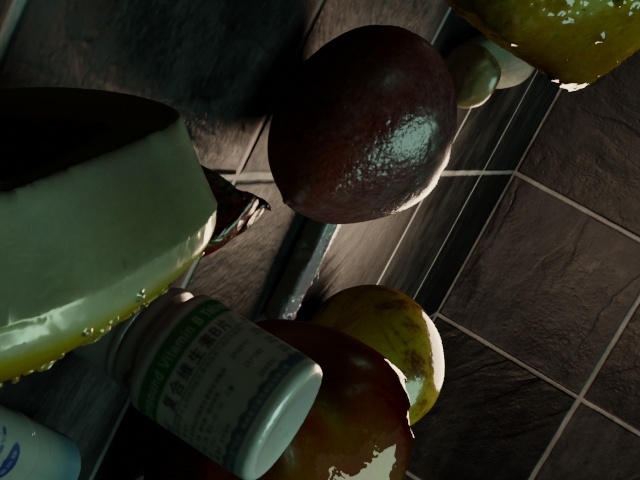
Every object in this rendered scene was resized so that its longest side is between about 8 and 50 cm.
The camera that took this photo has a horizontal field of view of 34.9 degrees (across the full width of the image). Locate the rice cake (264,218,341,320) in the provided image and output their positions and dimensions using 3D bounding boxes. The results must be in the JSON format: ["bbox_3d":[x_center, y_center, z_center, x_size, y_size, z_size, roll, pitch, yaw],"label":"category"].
[{"bbox_3d":[-0.002,0.002,1.544,0.290,0.051,0.081,-64,163,17],"label":"rice cake"}]

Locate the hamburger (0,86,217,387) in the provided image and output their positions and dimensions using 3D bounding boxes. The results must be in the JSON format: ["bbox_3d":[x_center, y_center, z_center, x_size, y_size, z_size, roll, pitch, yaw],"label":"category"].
[{"bbox_3d":[-0.196,-0.001,0.632,0.295,0.227,0.151,-29,124,-55],"label":"hamburger"}]

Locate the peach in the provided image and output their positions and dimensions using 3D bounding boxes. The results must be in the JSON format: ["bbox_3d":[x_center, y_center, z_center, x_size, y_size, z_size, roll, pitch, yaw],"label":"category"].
[{"bbox_3d":[-0.077,0.288,1.364,0.406,0.310,0.335,-56,-154,29],"label":"peach"}]

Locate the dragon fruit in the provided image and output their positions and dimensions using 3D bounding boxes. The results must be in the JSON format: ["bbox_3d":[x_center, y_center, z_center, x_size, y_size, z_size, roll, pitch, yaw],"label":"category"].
[{"bbox_3d":[-0.131,-0.018,0.990,0.127,0.120,0.161,-53,169,-1],"label":"dragon fruit"}]

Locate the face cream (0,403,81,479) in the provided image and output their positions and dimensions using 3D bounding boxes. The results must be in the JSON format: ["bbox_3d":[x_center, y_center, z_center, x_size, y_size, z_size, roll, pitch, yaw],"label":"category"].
[{"bbox_3d":[-0.295,0.191,0.933,0.077,0.077,0.250,-56,164,-12],"label":"face cream"}]

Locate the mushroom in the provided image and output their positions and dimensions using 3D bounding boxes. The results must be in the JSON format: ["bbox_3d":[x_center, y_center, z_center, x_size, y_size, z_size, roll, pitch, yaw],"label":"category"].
[{"bbox_3d":[0.305,-0.335,1.804,0.329,0.122,0.159,-39,118,-54],"label":"mushroom"}]

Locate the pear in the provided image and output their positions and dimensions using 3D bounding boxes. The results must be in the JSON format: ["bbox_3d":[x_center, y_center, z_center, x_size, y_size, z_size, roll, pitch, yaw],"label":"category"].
[{"bbox_3d":[0.082,0.217,1.810,0.280,0.281,0.280,-52,163,-23],"label":"pear"}]

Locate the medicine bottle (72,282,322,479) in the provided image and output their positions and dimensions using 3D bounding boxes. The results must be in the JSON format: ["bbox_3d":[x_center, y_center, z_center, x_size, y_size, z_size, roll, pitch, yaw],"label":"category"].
[{"bbox_3d":[-0.128,0.123,1.028,0.139,0.237,0.139,-52,163,-22],"label":"medicine bottle"}]

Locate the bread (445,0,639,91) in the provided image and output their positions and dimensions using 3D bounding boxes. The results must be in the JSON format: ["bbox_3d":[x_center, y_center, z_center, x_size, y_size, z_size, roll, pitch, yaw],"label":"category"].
[{"bbox_3d":[0.231,-0.326,1.144,0.358,0.337,0.204,24,111,-47],"label":"bread"}]

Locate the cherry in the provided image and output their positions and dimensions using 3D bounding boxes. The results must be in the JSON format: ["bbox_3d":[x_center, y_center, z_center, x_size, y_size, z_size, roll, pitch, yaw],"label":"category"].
[{"bbox_3d":[0.037,-0.130,1.183,0.239,0.206,0.239,-18,152,-10],"label":"cherry"}]
